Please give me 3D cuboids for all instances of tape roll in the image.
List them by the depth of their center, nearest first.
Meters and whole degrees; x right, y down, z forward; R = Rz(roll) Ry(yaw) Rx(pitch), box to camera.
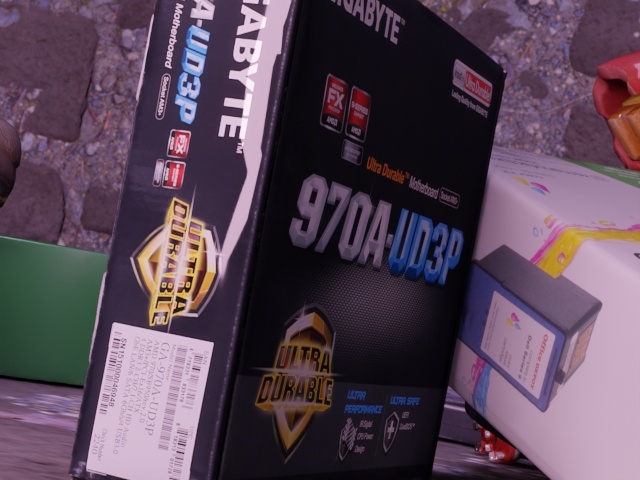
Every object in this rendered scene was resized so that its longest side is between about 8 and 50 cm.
[{"bbox_3d":[-0.225,0.031,1.016,0.321,0.077,0.321,10,-3,1],"label":"tape roll"}]

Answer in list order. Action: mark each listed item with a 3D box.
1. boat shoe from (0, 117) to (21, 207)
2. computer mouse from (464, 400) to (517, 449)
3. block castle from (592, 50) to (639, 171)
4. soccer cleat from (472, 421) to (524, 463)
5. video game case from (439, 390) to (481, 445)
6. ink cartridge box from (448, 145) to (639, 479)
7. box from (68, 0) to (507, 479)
[{"bbox_3d":[-0.325,-0.028,0.788,0.355,0.130,0.132,3,7,-21],"label":"boat shoe"},{"bbox_3d":[0.117,0.064,0.882,0.184,0.060,0.262,31,6,23],"label":"computer mouse"},{"bbox_3d":[0.300,-0.001,0.830,0.213,0.303,0.453,-26,3,-8],"label":"block castle"},{"bbox_3d":[0.105,0.106,0.895,0.036,0.029,0.083,-4,-7,-4],"label":"soccer cleat"},{"bbox_3d":[0.066,0.111,1.104,0.274,0.026,0.196,7,-4,37],"label":"video game case"},{"bbox_3d":[0.138,0.039,0.683,0.154,0.093,0.212,8,20,-29],"label":"ink cartridge box"},{"bbox_3d":[0.000,0.000,0.573,0.051,0.175,0.220,9,-3,22],"label":"box"}]
